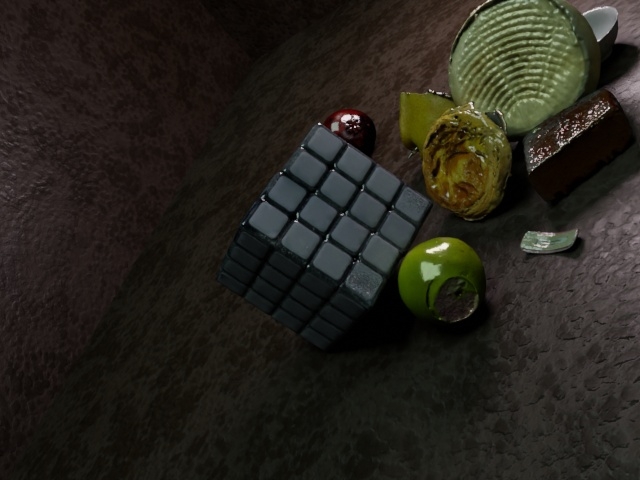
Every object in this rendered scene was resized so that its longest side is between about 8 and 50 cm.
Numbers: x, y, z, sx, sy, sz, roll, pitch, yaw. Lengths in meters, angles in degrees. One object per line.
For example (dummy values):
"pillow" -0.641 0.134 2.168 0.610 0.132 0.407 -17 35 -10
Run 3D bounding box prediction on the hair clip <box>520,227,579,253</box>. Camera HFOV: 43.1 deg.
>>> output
"hair clip" 0.476 0.000 1.677 0.137 0.022 0.054 -6 46 52

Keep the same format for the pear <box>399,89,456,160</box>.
"pear" 0.314 -0.291 2.189 0.267 0.267 0.178 23 98 63

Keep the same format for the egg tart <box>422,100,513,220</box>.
"egg tart" 0.369 -0.190 1.932 0.132 0.297 0.297 -9 7 -32

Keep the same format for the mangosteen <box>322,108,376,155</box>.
"mangosteen" 0.084 -0.325 2.589 0.200 0.200 0.200 -34 27 21

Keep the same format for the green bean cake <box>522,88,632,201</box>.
"green bean cake" 0.563 -0.212 1.780 0.232 0.097 0.198 -32 27 24

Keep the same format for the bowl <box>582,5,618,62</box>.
"bowl" 0.678 -0.494 2.046 0.189 0.086 0.189 -32 28 20

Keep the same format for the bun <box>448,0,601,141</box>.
"bun" 0.498 -0.419 1.960 0.364 0.364 0.202 -25 -2 35

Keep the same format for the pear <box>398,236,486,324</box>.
"pear" 0.252 0.078 1.716 0.187 0.187 0.220 -39 21 12

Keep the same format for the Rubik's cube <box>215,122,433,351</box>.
"Rubik's cube" 0.000 0.000 1.895 0.337 0.344 0.344 -58 2 -30
